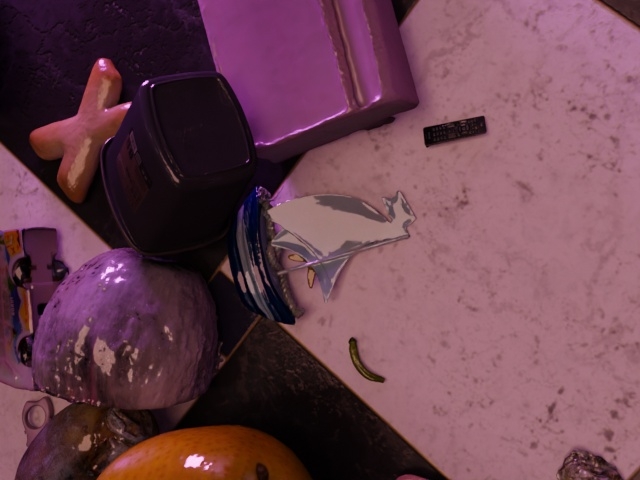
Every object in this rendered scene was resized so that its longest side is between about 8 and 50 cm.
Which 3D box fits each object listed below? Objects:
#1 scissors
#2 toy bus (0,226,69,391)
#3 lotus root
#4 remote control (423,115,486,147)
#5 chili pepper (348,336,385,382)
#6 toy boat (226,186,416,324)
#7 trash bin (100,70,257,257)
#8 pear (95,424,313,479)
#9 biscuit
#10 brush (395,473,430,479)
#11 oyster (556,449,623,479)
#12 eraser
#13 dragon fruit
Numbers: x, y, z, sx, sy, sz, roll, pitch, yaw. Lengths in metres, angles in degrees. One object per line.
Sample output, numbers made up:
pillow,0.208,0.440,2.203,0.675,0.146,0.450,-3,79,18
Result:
scissors,-0.505,0.379,1.441,0.110,0.021,0.212,30,100,14
toy bus,-0.500,0.116,1.405,0.112,0.090,0.273,-4,89,26
lotus root,-0.387,0.359,1.327,0.350,0.175,0.175,-37,78,25
remote control,0.195,-0.158,1.192,0.091,0.016,0.034,-10,71,19
chili pepper,0.065,0.184,1.238,0.030,0.017,0.083,-34,78,15
toy boat,0.000,0.000,1.241,0.291,0.067,0.220,-18,83,16
trash bin,-0.213,-0.104,1.218,0.290,0.182,0.209,-42,64,58
pear,-0.165,0.440,1.149,0.362,0.362,0.418,46,133,14
biscuit,-0.389,-0.184,1.387,0.208,0.047,0.164,-42,78,15
brush,0.211,0.395,1.172,0.234,0.047,0.103,16,95,20
oyster,0.368,0.343,1.118,0.100,0.037,0.098,22,97,19
eraser,-0.033,-0.323,1.204,0.272,0.122,0.359,-17,84,27
dragon fruit,-0.310,0.128,1.276,0.283,0.204,0.221,13,94,19
